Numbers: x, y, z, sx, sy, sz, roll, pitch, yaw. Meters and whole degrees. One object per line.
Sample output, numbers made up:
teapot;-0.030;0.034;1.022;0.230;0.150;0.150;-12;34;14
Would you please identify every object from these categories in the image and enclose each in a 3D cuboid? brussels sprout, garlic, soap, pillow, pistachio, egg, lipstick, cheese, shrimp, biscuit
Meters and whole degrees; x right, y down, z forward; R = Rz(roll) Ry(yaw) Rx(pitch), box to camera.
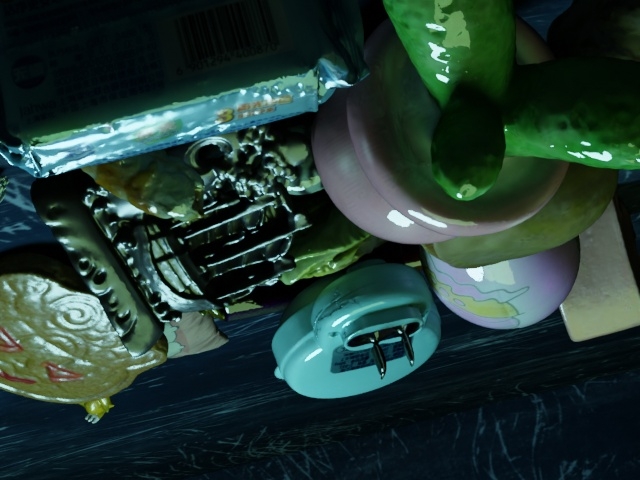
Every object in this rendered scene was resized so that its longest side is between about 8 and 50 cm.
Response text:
brussels sprout;0.000;-0.003;1.965;0.181;0.100;0.139;-29;170;-9
garlic;0.268;-0.174;1.506;0.102;0.147;0.159;28;131;-24
soap;-0.116;-0.148;1.219;0.293;0.156;0.077;-14;163;1
pillow;-0.240;0.097;2.093;0.223;0.084;0.236;-10;158;5
pistachio;0.197;-0.053;1.770;0.261;0.163;0.212;-24;133;-30
egg;0.211;0.009;2.000;0.196;0.196;0.271;-18;173;14
lipstick;0.009;0.040;2.148;0.300;0.081;0.081;-12;165;-11
cheese;0.373;0.002;2.311;0.128;0.202;0.177;-14;135;14
shrimp;-0.139;-0.101;1.449;0.161;0.049;0.166;33;121;-14
biscuit;-0.323;0.116;1.990;0.257;0.049;0.273;-25;139;32

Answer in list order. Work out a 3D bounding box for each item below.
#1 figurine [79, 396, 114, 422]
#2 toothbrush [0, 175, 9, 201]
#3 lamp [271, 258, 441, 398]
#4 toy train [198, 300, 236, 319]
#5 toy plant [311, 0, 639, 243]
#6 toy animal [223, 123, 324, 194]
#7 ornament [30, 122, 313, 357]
figurine;-0.312;0.165;2.321;0.122;0.121;0.176;-40;160;-14
toothbrush;-0.448;0.053;1.534;0.413;0.035;0.042;-39;174;-30
lamp;0.049;0.106;2.044;0.209;0.147;0.284;-15;172;-14
toy train;-0.146;0.005;1.781;0.090;0.137;0.225;-52;160;-7
toy plant;0.109;-0.124;1.414;0.317;0.210;0.356;35;166;-11
toy animal;0.012;-0.079;1.720;0.255;0.089;0.170;-23;152;11
ornament;-0.114;-0.029;1.580;0.260;0.106;0.251;-19;125;13
